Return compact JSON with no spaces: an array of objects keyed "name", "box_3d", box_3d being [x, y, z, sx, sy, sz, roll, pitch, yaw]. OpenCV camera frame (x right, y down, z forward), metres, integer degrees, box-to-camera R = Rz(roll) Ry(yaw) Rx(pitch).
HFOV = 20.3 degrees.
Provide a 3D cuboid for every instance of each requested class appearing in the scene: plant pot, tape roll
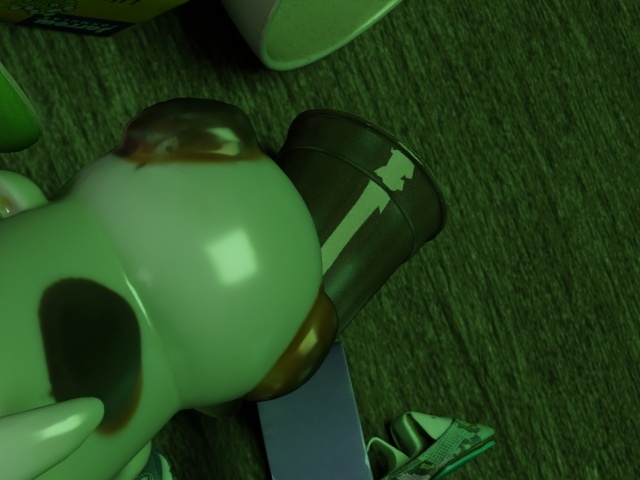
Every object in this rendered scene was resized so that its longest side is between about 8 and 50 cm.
[{"name":"plant pot","box_3d":[0.000,0.000,1.563,0.167,0.167,0.165,49,59,-22]},{"name":"tape roll","box_3d":[0.001,0.184,1.487,0.080,0.189,0.189,-13,88,1]}]

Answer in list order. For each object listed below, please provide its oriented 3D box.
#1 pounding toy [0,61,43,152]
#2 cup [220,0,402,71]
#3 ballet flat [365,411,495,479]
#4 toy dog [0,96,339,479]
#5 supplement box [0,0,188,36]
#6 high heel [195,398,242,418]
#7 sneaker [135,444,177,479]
[{"name":"pounding toy","box_3d":[-0.322,-0.131,1.316,0.110,0.183,0.237,-43,110,-12]},{"name":"cup","box_3d":[-0.004,-0.348,1.570,0.237,0.331,0.331,48,47,11]},{"name":"ballet flat","box_3d":[0.078,0.207,1.640,0.221,0.077,0.079,-33,82,-42]},{"name":"toy dog","box_3d":[-0.187,0.056,1.228,0.408,0.395,0.284,-31,91,-34]},{"name":"supplement box","box_3d":[-0.145,-0.302,1.364,0.195,0.356,0.194,2,77,-42]},{"name":"high heel","box_3d":[-0.158,0.049,1.477,0.244,0.082,0.117,29,27,-18]},{"name":"sneaker","box_3d":[-0.207,0.252,1.340,0.122,0.110,0.283,43,54,-22]}]
